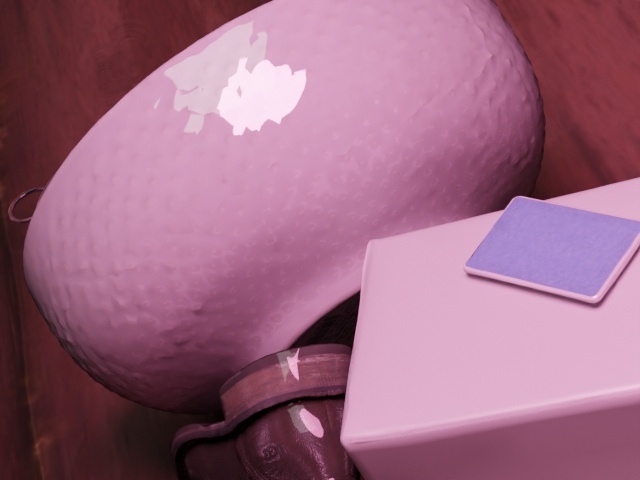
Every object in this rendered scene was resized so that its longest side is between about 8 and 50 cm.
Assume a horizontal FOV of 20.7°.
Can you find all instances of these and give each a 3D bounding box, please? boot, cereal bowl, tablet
[{"bbox_3d":[-0.012,0.199,0.985,0.091,0.263,0.229,-8,69,-16],"label":"boot"},{"bbox_3d":[0.000,0.000,1.062,0.339,0.339,0.141,-33,69,0],"label":"cereal bowl"},{"bbox_3d":[0.116,0.004,0.866,0.083,0.006,0.054,14,56,42],"label":"tablet"}]

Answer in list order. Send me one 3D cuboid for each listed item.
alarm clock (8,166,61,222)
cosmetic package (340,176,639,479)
[{"bbox_3d":[-0.169,-0.025,1.373,0.192,0.064,0.129,4,51,33],"label":"alarm clock"},{"bbox_3d":[0.227,0.078,0.887,0.385,0.217,0.156,-11,42,22],"label":"cosmetic package"}]
